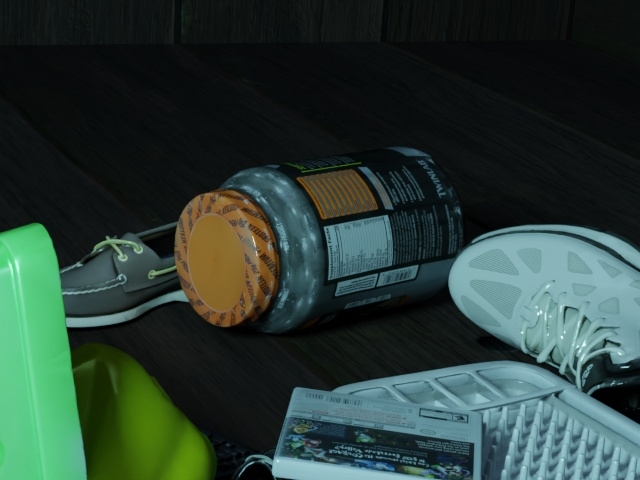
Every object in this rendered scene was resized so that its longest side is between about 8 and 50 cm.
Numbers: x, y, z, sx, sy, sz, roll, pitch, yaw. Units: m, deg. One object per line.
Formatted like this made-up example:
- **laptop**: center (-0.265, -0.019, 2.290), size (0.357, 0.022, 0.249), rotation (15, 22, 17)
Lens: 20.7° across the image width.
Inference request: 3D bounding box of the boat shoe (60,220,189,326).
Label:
- **boat shoe**: center (-0.233, 0.035, 2.177), size (0.116, 0.097, 0.324), rotation (21, 23, 41)

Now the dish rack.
- **dish rack**: center (0.191, 0.222, 1.751), size (0.285, 0.072, 0.333), rotation (-6, 20, -32)

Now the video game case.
- **video game case**: center (0.058, 0.192, 1.658), size (0.190, 0.022, 0.173), rotation (8, 18, 3)

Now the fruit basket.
- **fruit basket**: center (-0.259, 0.137, 1.493), size (0.392, 0.283, 0.392), rotation (-8, -1, 0)

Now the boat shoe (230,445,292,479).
- **boat shoe**: center (-0.048, 0.237, 1.630), size (0.084, 0.079, 0.233), rotation (6, 16, 9)

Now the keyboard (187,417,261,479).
- **keyboard**: center (-0.221, 0.195, 1.790), size (0.317, 0.033, 0.201), rotation (18, 22, 37)

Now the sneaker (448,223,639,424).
- **sneaker**: center (0.307, 0.103, 1.993), size (0.447, 0.169, 0.257), rotation (18, 20, 29)

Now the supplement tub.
- **supplement tub**: center (0.000, 0.000, 2.174), size (0.338, 0.207, 0.207), rotation (-10, 23, -40)
